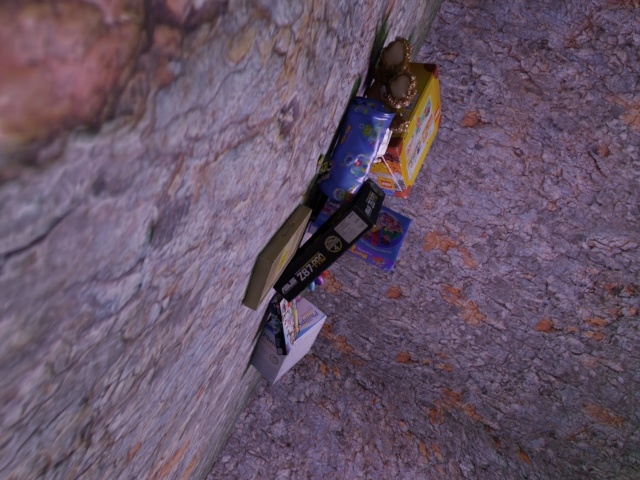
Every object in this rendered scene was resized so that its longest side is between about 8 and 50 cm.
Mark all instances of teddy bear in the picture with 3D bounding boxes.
[{"bbox_3d":[0.220,-0.449,1.221,0.338,0.113,0.245,83,-10,-75],"label":"teddy bear"}]

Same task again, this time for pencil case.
[{"bbox_3d":[0.089,-0.250,1.186,0.119,0.133,0.306,56,-51,47],"label":"pencil case"}]

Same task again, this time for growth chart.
[{"bbox_3d":[0.208,-0.403,1.660,0.021,0.172,0.237,-116,-143,-44],"label":"growth chart"}]

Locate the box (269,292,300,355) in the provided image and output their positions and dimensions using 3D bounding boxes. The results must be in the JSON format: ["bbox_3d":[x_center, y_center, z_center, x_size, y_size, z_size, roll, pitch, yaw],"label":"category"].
[{"bbox_3d":[-0.133,0.296,1.605,0.159,0.044,0.233,-56,145,-61],"label":"box"}]

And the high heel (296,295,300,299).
[{"bbox_3d":[-0.151,0.257,1.826,0.117,0.082,0.244,-32,-173,-8],"label":"high heel"}]

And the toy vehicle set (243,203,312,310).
[{"bbox_3d":[-0.103,0.036,1.060,0.166,0.035,0.267,-66,176,35],"label":"toy vehicle set"}]

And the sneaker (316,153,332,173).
[{"bbox_3d":[0.011,-0.192,1.096,0.031,0.035,0.083,-62,176,-15],"label":"sneaker"}]

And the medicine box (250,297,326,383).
[{"bbox_3d":[-0.143,0.443,1.871,0.263,0.149,0.289,-30,151,-49],"label":"medicine box"}]

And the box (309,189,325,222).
[{"bbox_3d":[0.009,-0.153,1.399,0.162,0.029,0.116,-65,177,40],"label":"box"}]

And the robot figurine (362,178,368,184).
[{"bbox_3d":[0.148,-0.206,2.140,0.211,0.085,0.291,20,-94,58],"label":"robot figurine"}]

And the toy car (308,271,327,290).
[{"bbox_3d":[-0.041,0.162,2.004,0.182,0.136,0.159,-62,176,-32],"label":"toy car"}]

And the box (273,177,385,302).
[{"bbox_3d":[0.036,-0.006,1.377,0.395,0.097,0.318,-44,-176,27],"label":"box"}]

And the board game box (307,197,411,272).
[{"bbox_3d":[0.156,-0.057,1.639,0.233,0.347,0.078,-61,176,-35],"label":"board game box"}]

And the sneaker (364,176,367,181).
[{"bbox_3d":[0.197,-0.314,2.298,0.146,0.122,0.330,102,1,-47],"label":"sneaker"}]

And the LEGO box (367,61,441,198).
[{"bbox_3d":[0.387,-0.515,1.969,0.500,0.193,0.372,-62,152,-20],"label":"LEGO box"}]
